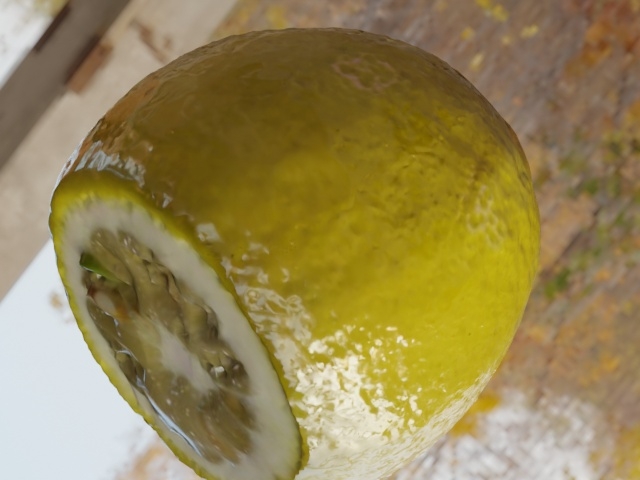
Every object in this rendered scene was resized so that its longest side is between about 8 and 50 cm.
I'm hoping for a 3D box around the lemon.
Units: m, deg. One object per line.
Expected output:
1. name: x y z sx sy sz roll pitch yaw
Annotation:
1. lemon: 0.000 0.000 0.841 0.240 0.219 0.240 37 147 29
